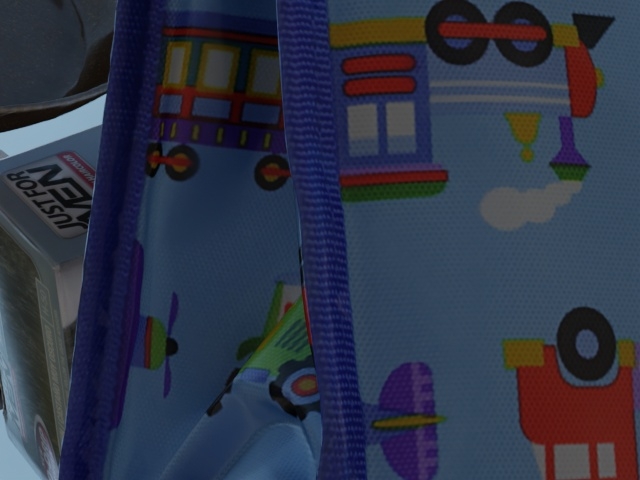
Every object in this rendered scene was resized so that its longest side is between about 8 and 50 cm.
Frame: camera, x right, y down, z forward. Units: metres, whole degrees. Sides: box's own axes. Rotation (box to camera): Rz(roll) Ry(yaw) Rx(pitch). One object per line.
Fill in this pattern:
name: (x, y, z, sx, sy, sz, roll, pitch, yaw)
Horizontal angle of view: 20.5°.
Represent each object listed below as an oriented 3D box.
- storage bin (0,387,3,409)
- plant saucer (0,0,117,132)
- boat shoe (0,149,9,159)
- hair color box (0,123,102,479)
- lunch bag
storage bin: (-0.216, 0.069, 1.276, 0.135, 0.091, 0.098, -17, -95, -17)
plant saucer: (-0.228, -0.141, 0.859, 0.310, 0.311, 0.050, 25, -57, -2)
boat shoe: (-0.271, -0.038, 1.286, 0.095, 0.084, 0.258, -24, -23, 6)
hair color box: (0.000, 0.000, 1.007, 0.113, 0.374, 0.185, 40, -37, 44)
lunch bag: (0.068, -0.063, 0.412, 0.221, 0.138, 0.293, 4, -95, -29)
